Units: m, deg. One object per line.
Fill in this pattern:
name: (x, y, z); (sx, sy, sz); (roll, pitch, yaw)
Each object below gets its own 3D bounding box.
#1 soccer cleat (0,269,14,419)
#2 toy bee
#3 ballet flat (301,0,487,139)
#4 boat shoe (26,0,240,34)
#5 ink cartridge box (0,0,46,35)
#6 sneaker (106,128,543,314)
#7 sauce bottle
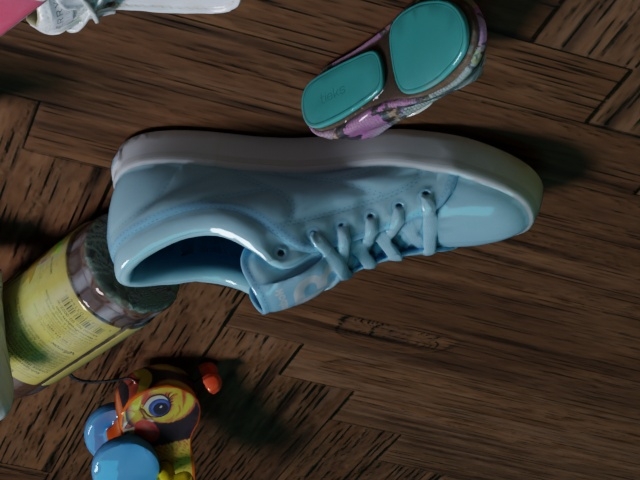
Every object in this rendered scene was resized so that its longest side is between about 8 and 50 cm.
soccer cleat: (-0.317, 0.070, 1.726); (0.068, 0.196, 0.076); (6, 145, -42)
toy bee: (-0.168, 0.202, 1.970); (0.162, 0.195, 0.298); (-20, 138, -3)
ballet flat: (0.072, -0.128, 1.423); (0.079, 0.076, 0.221); (3, 162, -34)
boat shoe: (-0.183, -0.186, 1.329); (0.277, 0.096, 0.098); (8, 151, -4)
ink cartridge box: (-0.198, -0.296, 1.066); (0.279, 0.160, 0.385); (26, 146, -32)
sneaker: (0.000, 0.000, 1.575); (0.366, 0.150, 0.135); (0, 151, 11)
sauce bottle: (-0.270, 0.083, 1.800); (0.111, 0.111, 0.344); (26, 141, -32)
